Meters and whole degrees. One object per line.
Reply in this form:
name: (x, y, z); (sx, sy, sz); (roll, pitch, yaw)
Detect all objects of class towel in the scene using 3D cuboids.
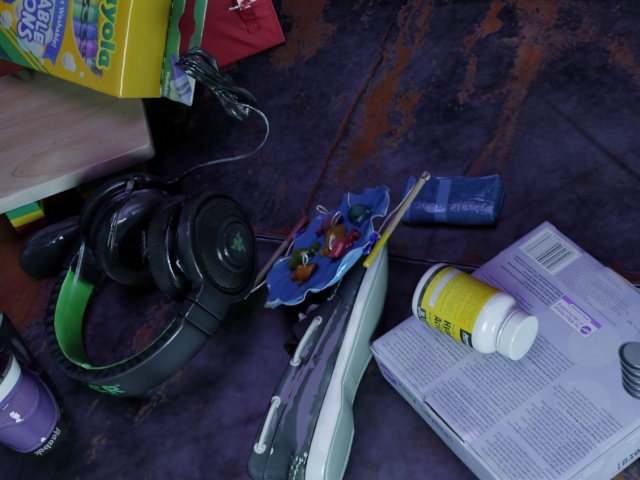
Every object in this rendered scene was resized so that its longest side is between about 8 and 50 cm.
towel: (0.155, -0.048, 1.299); (0.119, 0.029, 0.067); (3, 52, 19)

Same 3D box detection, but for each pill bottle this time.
pill bottle: (0.154, 0.072, 1.083); (0.116, 0.065, 0.065); (26, 62, 36)

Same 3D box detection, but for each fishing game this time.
fishing game: (0.000, 0.000, 1.211); (0.189, 0.041, 0.264); (-53, 19, -25)

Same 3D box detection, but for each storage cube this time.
storage cube: (-0.184, -0.369, 1.581); (0.193, 0.183, 0.215); (-21, 48, 0)

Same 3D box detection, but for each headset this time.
headset: (-0.189, -0.019, 1.261); (0.243, 0.185, 0.394); (16, 70, 42)

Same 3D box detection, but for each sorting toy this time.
sorting toy: (-0.355, -0.138, 1.499); (0.257, 0.089, 0.255); (-20, 47, 1)

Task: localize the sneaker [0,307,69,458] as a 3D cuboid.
sneaker: (-0.359, 0.167, 1.242); (0.107, 0.124, 0.283); (-44, 26, -5)

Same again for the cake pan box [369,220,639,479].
cake pan box: (0.218, 0.125, 1.106); (0.246, 0.070, 0.267); (-34, 49, -15)

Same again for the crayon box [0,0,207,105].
crayon box: (-0.297, -0.309, 1.430); (0.323, 0.203, 0.083); (20, 18, 31)

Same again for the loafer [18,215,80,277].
loafer: (-0.304, -0.012, 1.396); (0.170, 0.062, 0.061); (-18, 43, 1)

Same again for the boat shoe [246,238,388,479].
boat shoe: (0.003, 0.119, 1.148); (0.091, 0.114, 0.302); (8, 52, 16)
